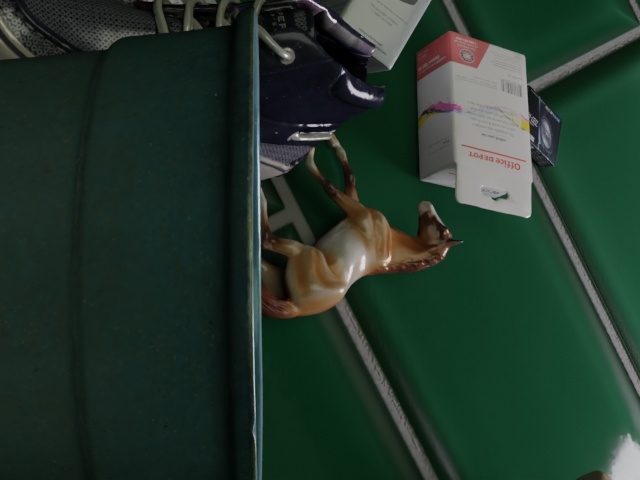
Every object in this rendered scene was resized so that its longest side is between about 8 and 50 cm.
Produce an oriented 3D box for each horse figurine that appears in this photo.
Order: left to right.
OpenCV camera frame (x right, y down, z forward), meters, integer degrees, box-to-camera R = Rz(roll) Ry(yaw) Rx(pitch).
[{"bbox_3d":[0.000,0.000,0.897,0.263,0.066,0.174,-35,91,-36],"label":"horse figurine"}]

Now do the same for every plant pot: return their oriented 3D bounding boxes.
[{"bbox_3d":[-0.203,0.029,0.578,0.334,0.341,0.341,-1,76,-2],"label":"plant pot"}]

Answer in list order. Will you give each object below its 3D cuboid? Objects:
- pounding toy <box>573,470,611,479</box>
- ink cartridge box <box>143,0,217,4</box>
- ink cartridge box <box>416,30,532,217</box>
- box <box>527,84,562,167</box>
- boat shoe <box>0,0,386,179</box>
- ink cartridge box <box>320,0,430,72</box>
[{"bbox_3d":[0.234,0.351,0.896,0.155,0.154,0.269,33,62,-21],"label":"pounding toy"},{"bbox_3d":[-0.198,-0.212,0.828,0.296,0.066,0.261,60,32,-5],"label":"ink cartridge box"},{"bbox_3d":[0.172,-0.120,1.032,0.115,0.067,0.198,10,71,-29],"label":"ink cartridge box"},{"bbox_3d":[0.258,-0.136,1.105,0.083,0.018,0.067,35,60,-39],"label":"box"},{"bbox_3d":[-0.094,-0.157,0.724,0.340,0.158,0.127,15,54,-49],"label":"boat shoe"},{"bbox_3d":[0.061,-0.260,0.931,0.072,0.127,0.175,32,84,-21],"label":"ink cartridge box"}]
